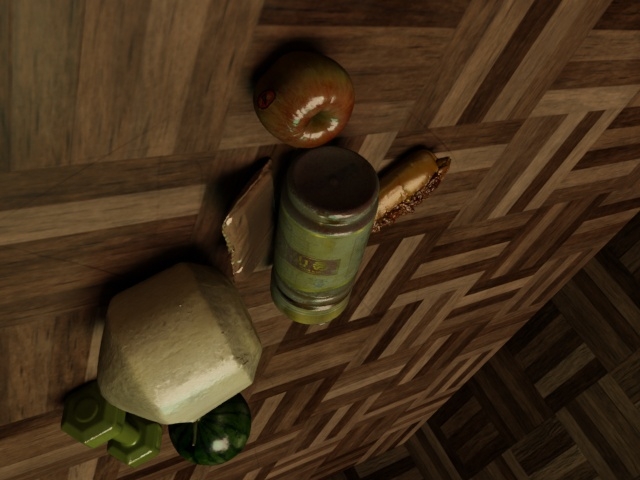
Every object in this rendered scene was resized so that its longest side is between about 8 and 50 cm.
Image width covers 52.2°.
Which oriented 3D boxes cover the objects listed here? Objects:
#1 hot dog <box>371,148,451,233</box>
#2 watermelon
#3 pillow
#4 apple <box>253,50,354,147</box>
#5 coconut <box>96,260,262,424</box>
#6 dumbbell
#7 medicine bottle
[{"bbox_3d":[0.132,-0.076,1.180,0.249,0.076,0.102,-36,149,10],"label":"hot dog"},{"bbox_3d":[-0.251,0.405,1.459,0.188,0.188,0.214,-31,150,-1],"label":"watermelon"},{"bbox_3d":[-0.107,-0.021,1.020,0.135,0.034,0.211,-59,166,-30],"label":"pillow"},{"bbox_3d":[-0.019,-0.180,0.830,0.126,0.102,0.126,-19,147,-13],"label":"apple"},{"bbox_3d":[-0.235,0.171,1.049,0.266,0.237,0.237,-31,153,-12],"label":"coconut"},{"bbox_3d":[-0.419,0.384,1.339,0.108,0.121,0.302,-3,151,5],"label":"dumbbell"},{"bbox_3d":[0.000,0.000,1.089,0.151,0.151,0.322,-20,150,-21],"label":"medicine bottle"}]
